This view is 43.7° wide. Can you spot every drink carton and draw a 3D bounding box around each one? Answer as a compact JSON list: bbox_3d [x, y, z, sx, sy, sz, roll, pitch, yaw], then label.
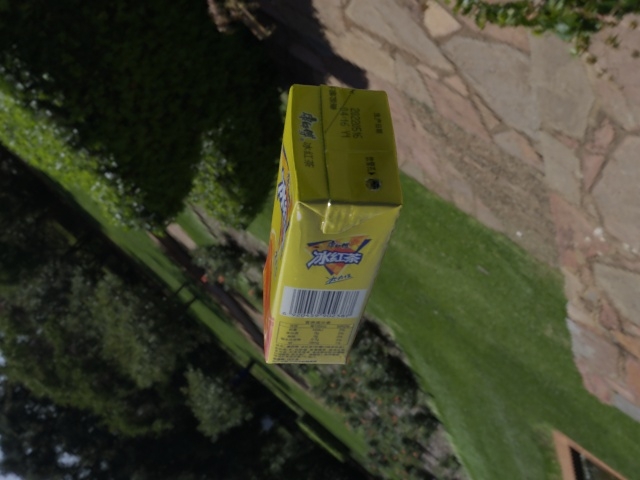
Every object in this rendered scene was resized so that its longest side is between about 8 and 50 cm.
[{"bbox_3d":[0.000,0.000,0.910,0.111,0.155,0.351,1,146,-8],"label":"drink carton"}]
